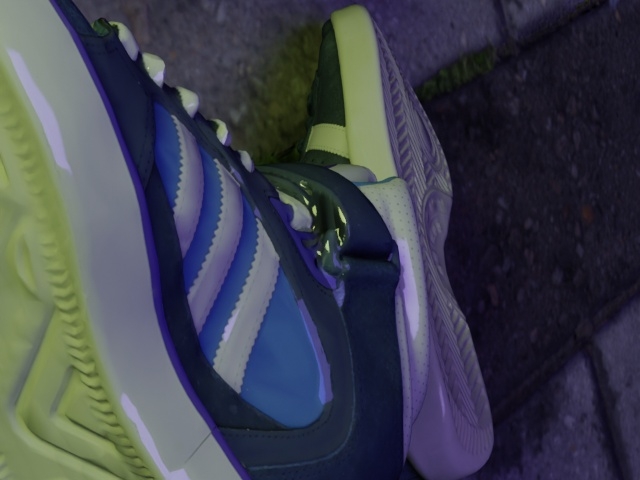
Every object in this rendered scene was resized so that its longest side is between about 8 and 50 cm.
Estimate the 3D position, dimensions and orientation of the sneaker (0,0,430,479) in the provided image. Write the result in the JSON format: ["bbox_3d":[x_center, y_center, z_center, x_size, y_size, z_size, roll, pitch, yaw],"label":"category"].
[{"bbox_3d":[-0.061,-0.014,0.610,0.236,0.130,0.322,-46,115,-54],"label":"sneaker"}]

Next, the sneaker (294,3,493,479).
[{"bbox_3d":[0.000,0.000,0.917,0.131,0.148,0.350,52,25,-44],"label":"sneaker"}]
